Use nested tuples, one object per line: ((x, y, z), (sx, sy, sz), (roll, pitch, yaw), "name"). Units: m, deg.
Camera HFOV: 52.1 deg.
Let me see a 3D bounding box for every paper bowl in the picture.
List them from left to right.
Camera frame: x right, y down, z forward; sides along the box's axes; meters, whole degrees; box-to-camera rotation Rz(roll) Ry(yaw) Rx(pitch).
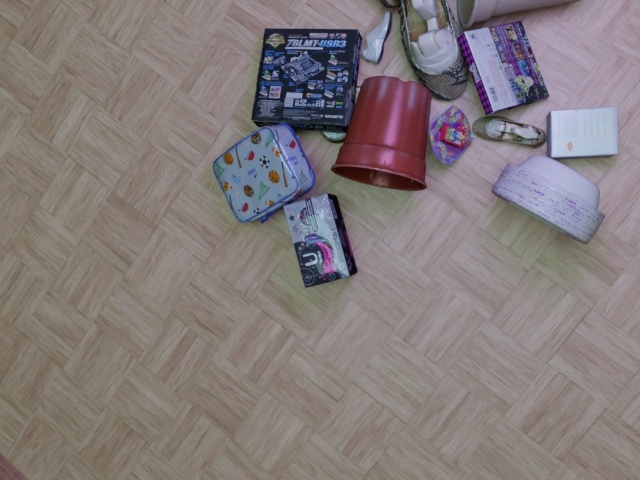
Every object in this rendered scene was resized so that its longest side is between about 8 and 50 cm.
((0.606, -0.119, 1.712), (0.284, 0.284, 0.148), (32, 99, 10), "paper bowl")

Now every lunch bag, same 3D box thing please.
((-0.170, -0.189, 1.936), (0.303, 0.115, 0.243), (-27, 91, 39), "lunch bag")

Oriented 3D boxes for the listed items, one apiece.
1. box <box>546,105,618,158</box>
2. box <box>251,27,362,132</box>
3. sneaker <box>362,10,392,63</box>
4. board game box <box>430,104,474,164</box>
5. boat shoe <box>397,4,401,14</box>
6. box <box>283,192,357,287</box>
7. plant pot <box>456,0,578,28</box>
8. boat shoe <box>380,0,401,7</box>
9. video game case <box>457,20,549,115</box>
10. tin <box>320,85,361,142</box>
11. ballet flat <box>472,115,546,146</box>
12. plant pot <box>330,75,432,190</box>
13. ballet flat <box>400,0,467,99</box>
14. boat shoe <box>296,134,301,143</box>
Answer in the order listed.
((0.709, -0.289, 1.781), (0.170, 0.091, 0.130), (-1, 92, 13), "box")
((-0.040, -0.475, 1.931), (0.296, 0.073, 0.293), (5, 82, 14), "box")
((0.166, -0.598, 1.916), (0.061, 0.054, 0.152), (21, 97, 14), "sneaker")
((0.375, -0.297, 1.827), (0.169, 0.033, 0.133), (-41, 114, -29), "board game box")
((0.290, -0.702, 1.887), (0.152, 0.056, 0.049), (-23, 74, 12), "boat shoe")
((0.000, 0.000, 1.918), (0.142, 0.163, 0.247), (-16, 88, 12), "box")
((0.534, -0.732, 1.713), (0.305, 0.334, 0.333), (-1, 92, 2), "plant pot")
((0.125, -0.809, 1.898), (0.123, 0.123, 0.342), (-31, 85, 44), "boat shoe")
((0.502, -0.473, 1.790), (0.210, 0.042, 0.232), (-19, 87, -25), "video game case")
((0.076, -0.376, 1.954), (0.106, 0.040, 0.189), (42, 100, 4), "tin")
((0.529, -0.310, 1.834), (0.206, 0.067, 0.073), (11, 94, 13), "ballet flat")
((0.186, -0.299, 1.828), (0.272, 0.272, 0.265), (11, 86, 12), "plant pot")
((0.283, -0.614, 1.779), (0.164, 0.182, 0.482), (-12, 101, 18), "ballet flat")
((-0.090, -0.303, 1.980), (0.059, 0.063, 0.170), (-25, 86, 19), "boat shoe")
